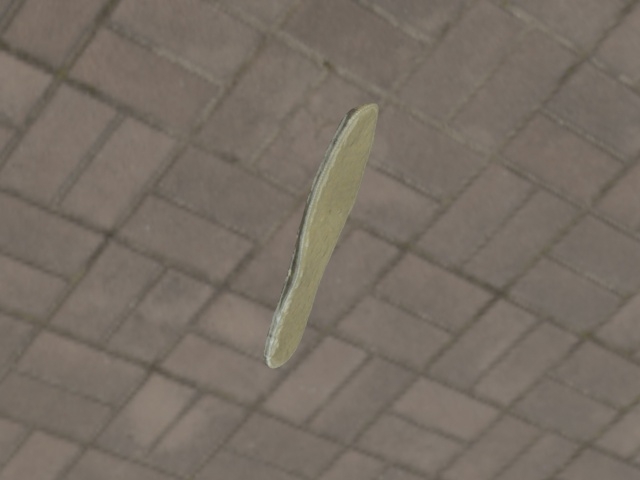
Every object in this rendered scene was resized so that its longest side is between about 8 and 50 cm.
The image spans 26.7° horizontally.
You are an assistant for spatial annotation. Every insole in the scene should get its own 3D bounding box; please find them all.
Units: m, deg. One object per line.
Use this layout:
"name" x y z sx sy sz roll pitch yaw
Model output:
"insole" 0.000 0.000 1.131 0.011 0.081 0.248 27 113 22
